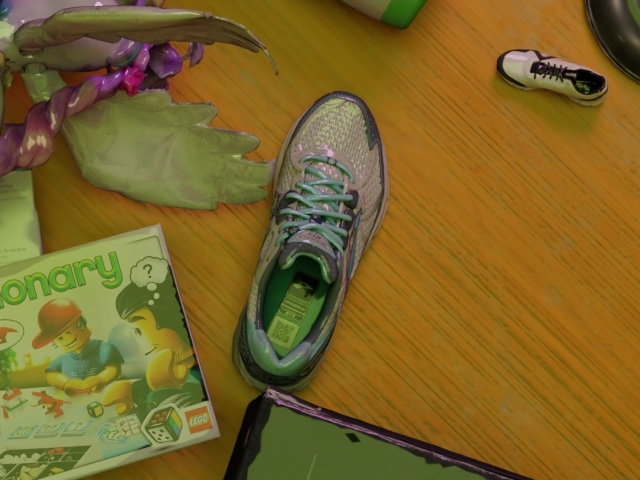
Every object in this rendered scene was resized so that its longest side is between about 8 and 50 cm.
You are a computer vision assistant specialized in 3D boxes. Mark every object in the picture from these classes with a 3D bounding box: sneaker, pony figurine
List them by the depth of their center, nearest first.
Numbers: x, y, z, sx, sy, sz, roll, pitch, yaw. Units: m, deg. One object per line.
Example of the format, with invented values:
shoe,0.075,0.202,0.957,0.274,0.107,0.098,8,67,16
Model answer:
pony figurine,-0.212,-0.173,1.486,0.351,0.303,0.363,-1,60,-1
sneaker,0.000,0.000,1.546,0.110,0.122,0.283,14,82,-2
sneaker,0.218,-0.157,1.623,0.109,0.044,0.040,14,84,-1

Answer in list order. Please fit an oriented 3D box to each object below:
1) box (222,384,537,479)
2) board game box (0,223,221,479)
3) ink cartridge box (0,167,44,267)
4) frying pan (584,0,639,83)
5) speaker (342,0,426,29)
box,0.092,0.420,1.413,0.472,0.297,0.479,20,82,-3
board game box,-0.256,0.119,1.485,0.305,0.053,0.193,-16,85,-7
ink cartridge box,-0.318,0.102,1.539,0.165,0.065,0.332,-4,84,-5
frying pan,0.302,-0.280,1.647,0.326,0.053,0.197,44,81,-1
speaker,-0.016,-0.318,1.584,0.296,0.131,0.131,34,82,0
